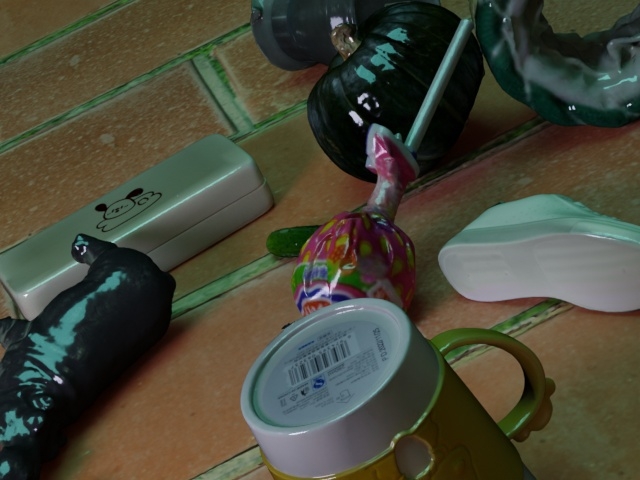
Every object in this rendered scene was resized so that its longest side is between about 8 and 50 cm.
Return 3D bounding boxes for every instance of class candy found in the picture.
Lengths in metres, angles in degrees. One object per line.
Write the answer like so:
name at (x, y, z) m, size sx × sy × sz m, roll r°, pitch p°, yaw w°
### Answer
candy at (0.082, -0.069, 1.815) m, size 0.124 × 0.124 × 0.365 m, roll 5°, pitch 62°, yaw 44°

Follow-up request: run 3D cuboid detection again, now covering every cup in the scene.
cup at (0.073, 0.154, 1.417) m, size 0.241 × 0.226 × 0.185 m, roll -41°, pitch 31°, yaw -12°

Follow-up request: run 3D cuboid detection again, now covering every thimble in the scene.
thimble at (0.288, -0.269, 1.909) m, size 0.254 × 0.288 × 0.167 m, roll 18°, pitch 30°, yaw -11°

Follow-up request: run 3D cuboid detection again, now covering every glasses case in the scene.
glasses case at (-0.213, -0.008, 2.089) m, size 0.313 × 0.070 × 0.131 m, roll -31°, pitch 28°, yaw -11°

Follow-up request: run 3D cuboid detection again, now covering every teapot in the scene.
teapot at (0.041, -0.279, 2.280) m, size 0.203 × 0.171 × 0.225 m, roll -5°, pitch 6°, yaw -36°

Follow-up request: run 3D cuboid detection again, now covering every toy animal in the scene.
toy animal at (-0.278, 0.140, 1.857) m, size 0.168 × 0.106 × 0.343 m, roll 5°, pitch 46°, yaw 32°

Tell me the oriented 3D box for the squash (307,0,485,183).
squash at (0.082, -0.163, 1.991) m, size 0.172 × 0.218 × 0.218 m, roll 22°, pitch 41°, yaw 4°

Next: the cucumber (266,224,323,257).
cucumber at (0.000, 0.000, 1.942) m, size 0.155 × 0.037 × 0.037 m, roll -4°, pitch 35°, yaw 36°

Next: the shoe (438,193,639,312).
shoe at (0.234, -0.002, 1.700) m, size 0.265 × 0.095 × 0.110 m, roll 0°, pitch 36°, yaw 42°
